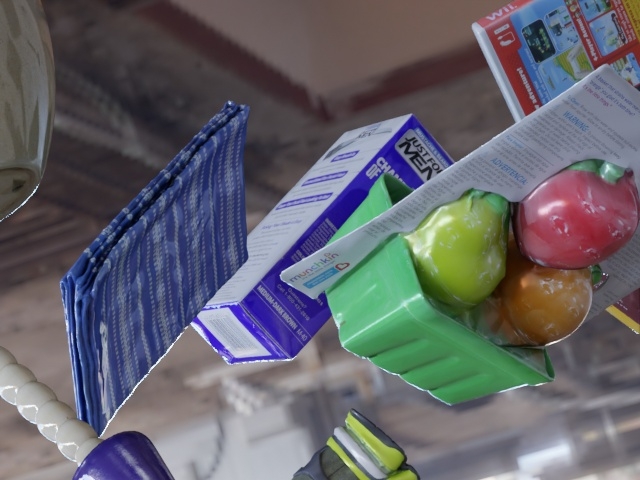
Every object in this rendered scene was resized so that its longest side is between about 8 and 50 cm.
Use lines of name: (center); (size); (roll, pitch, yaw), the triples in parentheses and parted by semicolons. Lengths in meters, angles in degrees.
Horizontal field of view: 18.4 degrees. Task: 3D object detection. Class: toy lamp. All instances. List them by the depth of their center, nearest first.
toy lamp: (-0.206, 0.135, 1.506); (0.275, 0.080, 0.080); (36, 175, 33)

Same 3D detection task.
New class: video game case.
video game case: (0.304, -0.181, 1.820); (0.204, 0.285, 0.025); (62, 178, -27)

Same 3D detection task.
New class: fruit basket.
fruit basket: (0.187, -0.007, 1.799); (0.327, 0.353, 0.165); (30, -152, -47)

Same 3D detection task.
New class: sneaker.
sneaker: (0.018, 0.255, 1.700); (0.111, 0.121, 0.300); (47, 163, 31)

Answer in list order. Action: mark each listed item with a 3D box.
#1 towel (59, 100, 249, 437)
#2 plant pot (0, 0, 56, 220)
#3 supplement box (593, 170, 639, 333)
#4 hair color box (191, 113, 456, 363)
towel: (-0.163, 0.032, 2.103); (0.336, 0.040, 0.243); (-50, -28, -40)
plant pot: (-0.342, -0.107, 1.716); (0.191, 0.284, 0.284); (59, -167, 15)
supplement box: (0.313, -0.043, 2.113); (0.191, 0.129, 0.194); (38, 158, 30)
hair color box: (0.000, 0.000, 2.439); (0.110, 0.185, 0.339); (47, -112, -15)
